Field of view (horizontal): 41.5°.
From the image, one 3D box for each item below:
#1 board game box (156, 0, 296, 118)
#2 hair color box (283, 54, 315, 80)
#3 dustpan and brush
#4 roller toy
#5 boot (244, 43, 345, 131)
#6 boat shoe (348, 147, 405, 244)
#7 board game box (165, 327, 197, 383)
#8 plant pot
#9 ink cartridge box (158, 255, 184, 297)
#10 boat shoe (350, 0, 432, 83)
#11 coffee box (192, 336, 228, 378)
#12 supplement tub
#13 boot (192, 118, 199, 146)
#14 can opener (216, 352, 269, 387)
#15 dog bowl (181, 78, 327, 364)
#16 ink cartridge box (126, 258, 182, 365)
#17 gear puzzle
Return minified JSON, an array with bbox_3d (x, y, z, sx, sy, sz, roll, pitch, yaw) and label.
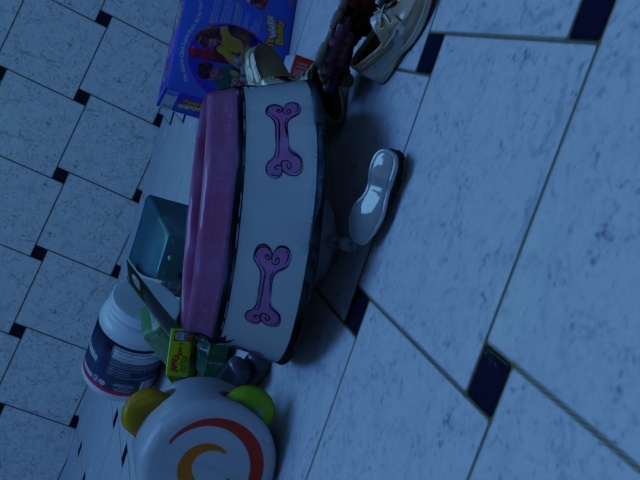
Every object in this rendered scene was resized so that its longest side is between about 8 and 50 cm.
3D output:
[{"bbox_3d":[-0.185,-0.405,1.736,0.078,0.234,0.346,141,141,-59],"label":"board game box"},{"bbox_3d":[-0.058,-0.269,1.559,0.072,0.043,0.141,-146,74,-70],"label":"hair color box"},{"bbox_3d":[0.000,0.000,1.184,0.211,0.060,0.147,-168,83,-78],"label":"dustpan and brush"},{"bbox_3d":[-0.170,0.297,1.196,0.146,0.210,0.191,-151,57,-72],"label":"roller toy"},{"bbox_3d":[-0.040,-0.250,1.355,0.165,0.077,0.213,-38,72,58],"label":"boot"},{"bbox_3d":[0.071,-0.054,1.033,0.046,0.038,0.125,25,109,29],"label":"boat shoe"},{"bbox_3d":[-0.270,0.238,1.668,0.181,0.043,0.092,100,175,-71],"label":"board game box"},{"bbox_3d":[-0.320,0.018,1.906,0.234,0.166,0.165,-140,67,-67],"label":"plant pot"},{"bbox_3d":[-0.380,0.040,2.204,0.209,0.062,0.109,-102,32,-54],"label":"ink cartridge box"},{"bbox_3d":[0.092,-0.280,1.116,0.170,0.059,0.063,122,154,-42],"label":"boat shoe"},{"bbox_3d":[-0.195,0.159,1.563,0.113,0.041,0.184,-147,68,-69],"label":"coffee box"},{"bbox_3d":[-0.472,0.249,2.102,0.191,0.191,0.272,-102,33,-54],"label":"supplement tub"},{"bbox_3d":[-0.259,-0.332,2.136,0.123,0.095,0.258,-130,49,-61],"label":"boot"},{"bbox_3d":[-0.154,0.282,1.389,0.093,0.074,0.280,52,135,24],"label":"can opener"},{"bbox_3d":[-0.108,-0.033,1.198,0.408,0.151,0.407,-174,90,-77],"label":"dog bowl"},{"bbox_3d":[-0.373,0.168,1.854,0.056,0.235,0.171,-37,21,-2],"label":"ink cartridge box"},{"bbox_3d":[0.082,-0.374,1.210,0.175,0.044,0.338,53,-120,-82],"label":"gear puzzle"}]
